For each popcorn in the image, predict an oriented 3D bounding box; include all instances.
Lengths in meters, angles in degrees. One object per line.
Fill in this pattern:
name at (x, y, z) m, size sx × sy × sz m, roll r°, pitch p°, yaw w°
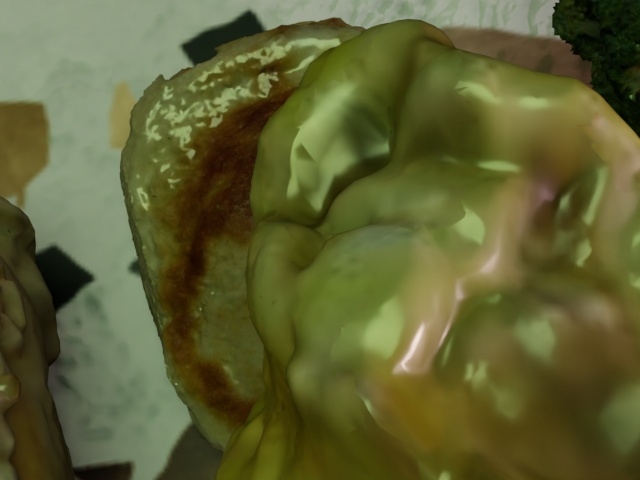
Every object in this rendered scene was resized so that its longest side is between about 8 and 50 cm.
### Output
popcorn at (0.118, 0.093, 0.685) m, size 0.334 × 0.293 × 0.292 m, roll 12°, pitch 58°, yaw -18°

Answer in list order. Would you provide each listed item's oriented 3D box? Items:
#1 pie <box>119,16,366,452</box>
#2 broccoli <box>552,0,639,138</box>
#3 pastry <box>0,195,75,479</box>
pie at (0.000, 0.000, 0.824) m, size 0.179 × 0.084 × 0.205 m, roll -15°, pitch 77°, yaw 5°
broccoli at (0.226, -0.177, 0.753) m, size 0.283 × 0.304 × 0.321 m, roll 38°, pitch 109°, yaw -7°
pastry at (-0.279, 0.124, 0.755) m, size 0.410 × 0.245 × 0.409 m, roll -2°, pitch 74°, yaw 7°
